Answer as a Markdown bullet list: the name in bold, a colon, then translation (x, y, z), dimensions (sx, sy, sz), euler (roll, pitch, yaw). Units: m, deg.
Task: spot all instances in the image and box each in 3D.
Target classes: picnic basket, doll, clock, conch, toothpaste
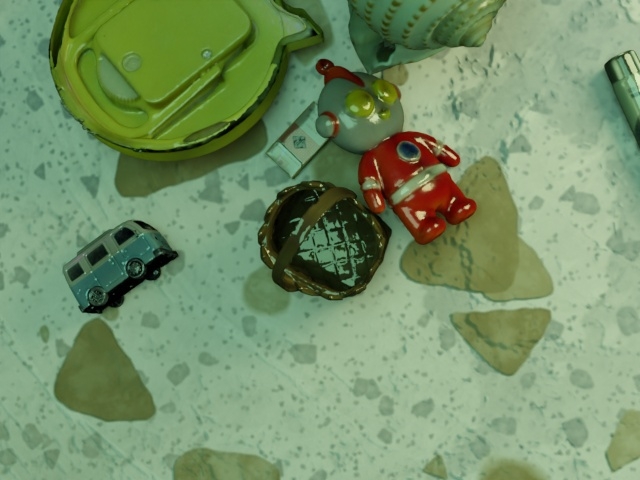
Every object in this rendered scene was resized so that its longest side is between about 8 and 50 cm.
- **picnic basket**: translation (0.000, 0.000, 1.420), dimensions (0.138, 0.178, 0.128), euler (30, 94, 11)
- **doll**: translation (0.073, -0.109, 1.456), dimensions (0.142, 0.076, 0.245), euler (-28, 80, -36)
- **clock**: translation (-0.168, -0.226, 1.520), dimensions (0.293, 0.071, 0.277), euler (-32, 73, -4)
- **conch**: translation (0.112, -0.336, 1.376), dimensions (0.215, 0.303, 0.319), euler (-1, 73, -5)
- **toothpaste**: translation (0.376, -0.094, 1.429), dimensions (0.062, 0.039, 0.239), euler (-24, 85, 1)

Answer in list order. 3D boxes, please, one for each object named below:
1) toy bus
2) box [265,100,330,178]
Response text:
- **toy bus**: translation (-0.236, 0.026, 1.525), dimensions (0.123, 0.060, 0.075), euler (-36, 78, 9)
- **box**: translation (-0.020, -0.117, 1.516), dimensions (0.046, 0.012, 0.083), euler (44, 94, 9)
